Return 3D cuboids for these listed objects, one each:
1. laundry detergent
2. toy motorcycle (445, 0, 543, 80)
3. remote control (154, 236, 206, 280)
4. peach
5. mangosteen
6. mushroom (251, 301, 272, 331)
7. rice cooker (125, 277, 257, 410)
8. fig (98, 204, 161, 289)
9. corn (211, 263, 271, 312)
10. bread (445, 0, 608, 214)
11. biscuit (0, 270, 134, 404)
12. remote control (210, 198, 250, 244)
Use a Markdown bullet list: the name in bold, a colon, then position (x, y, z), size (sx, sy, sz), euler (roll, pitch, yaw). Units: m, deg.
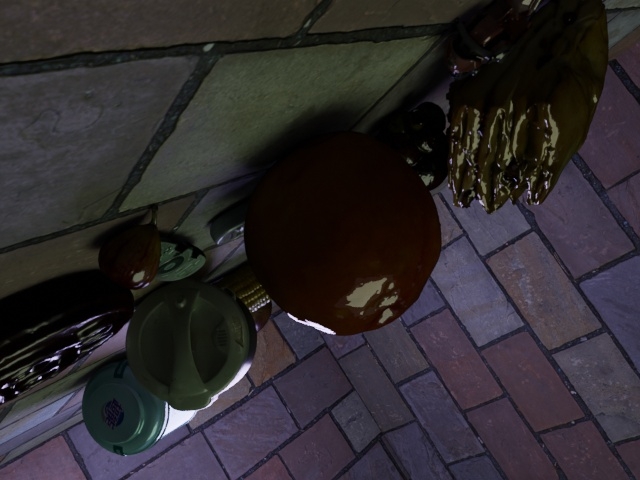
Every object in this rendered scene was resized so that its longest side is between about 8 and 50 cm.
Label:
- **laundry detergent**: position (-0.564, 0.499, 1.925), size (0.287, 0.287, 0.305), euler (-34, 173, 11)
- **toy motorcycle**: position (0.261, -0.318, 0.912), size (0.118, 0.084, 0.212), euler (-21, 159, -52)
- **remote control**: position (-0.269, 0.030, 1.083), size (0.097, 0.045, 0.256), euler (-34, 169, 0)
- **peach**: position (0.046, 0.000, 1.033), size (0.342, 0.302, 0.343), euler (-28, 149, -18)
- **mangosteen**: position (0.189, -0.181, 1.218), size (0.172, 0.172, 0.184), euler (-22, 148, -55)
- **mushroom**: position (-0.289, 0.256, 1.990), size (0.297, 0.163, 0.278), euler (-36, 172, 10)
- **rice cooker**: position (-0.291, 0.236, 1.421), size (0.288, 0.288, 0.277), euler (-33, 174, -3)
- **fig**: position (-0.258, 0.007, 0.885), size (0.125, 0.089, 0.089), euler (-52, 171, 3)
- **corn**: position (-0.270, 0.171, 1.669), size (0.344, 0.131, 0.131), euler (-28, 171, -23)
- **bread**: position (0.403, -0.235, 1.133), size (0.370, 0.191, 0.314), euler (-41, 143, -20)
- **biscuit**: position (-0.491, 0.191, 1.012), size (0.407, 0.091, 0.407), euler (-33, 172, -5)
- **remote control**: position (-0.098, -0.068, 1.153), size (0.244, 0.047, 0.087), euler (-31, 169, -14)
